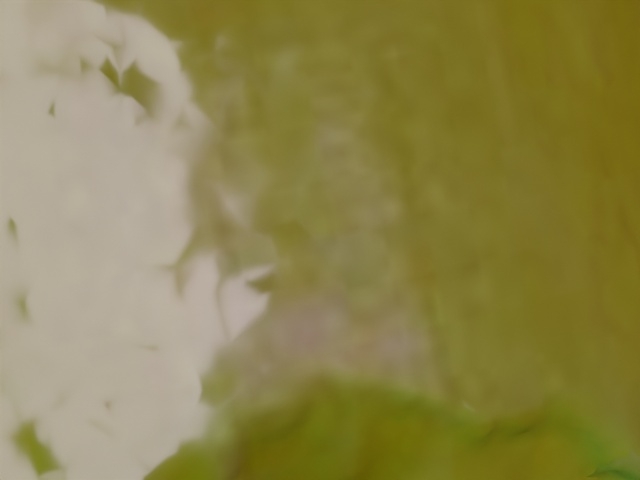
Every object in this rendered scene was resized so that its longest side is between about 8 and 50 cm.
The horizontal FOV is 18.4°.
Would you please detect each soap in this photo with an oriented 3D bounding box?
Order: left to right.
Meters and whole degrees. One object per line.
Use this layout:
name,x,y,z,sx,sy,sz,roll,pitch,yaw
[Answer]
soap,0.002,0.000,0.507,0.306,0.115,0.427,-16,94,-27
